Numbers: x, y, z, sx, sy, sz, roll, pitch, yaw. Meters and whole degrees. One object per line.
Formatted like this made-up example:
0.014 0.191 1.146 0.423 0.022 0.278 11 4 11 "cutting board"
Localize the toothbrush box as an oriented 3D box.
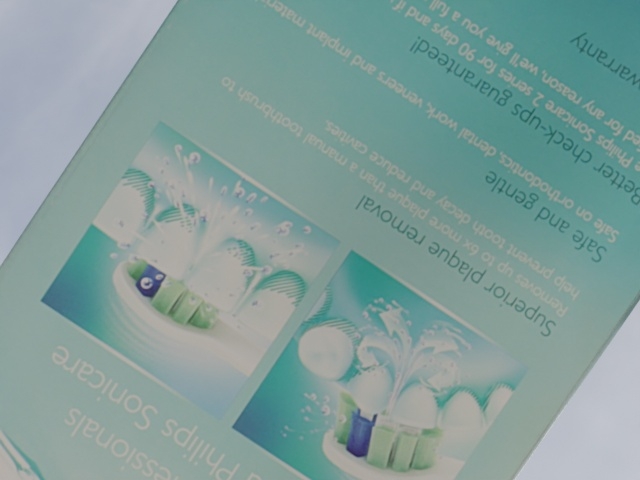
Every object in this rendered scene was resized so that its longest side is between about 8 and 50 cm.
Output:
0.000 0.000 0.480 0.126 0.216 0.295 33 -86 -3 "toothbrush box"
